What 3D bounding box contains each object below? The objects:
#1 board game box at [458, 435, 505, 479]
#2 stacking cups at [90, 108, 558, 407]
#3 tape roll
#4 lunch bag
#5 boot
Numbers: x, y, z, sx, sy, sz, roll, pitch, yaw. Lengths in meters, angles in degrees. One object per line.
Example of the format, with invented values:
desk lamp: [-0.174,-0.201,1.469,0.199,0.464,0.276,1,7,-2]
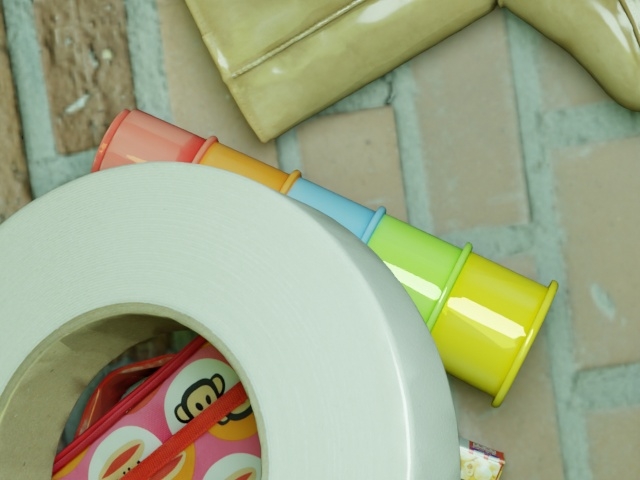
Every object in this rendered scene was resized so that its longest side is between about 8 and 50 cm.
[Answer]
board game box: [0.025,0.211,1.268,0.146,0.045,0.193,22,94,3]
stacking cups: [0.000,0.000,1.248,0.316,0.096,0.096,27,94,8]
tape roll: [-0.105,0.145,1.123,0.392,0.072,0.392,-6,76,27]
lunch bag: [-0.071,0.184,1.206,0.293,0.120,0.258,-41,63,16]
boot: [0.072,-0.137,1.233,0.269,0.089,0.236,-27,80,5]
